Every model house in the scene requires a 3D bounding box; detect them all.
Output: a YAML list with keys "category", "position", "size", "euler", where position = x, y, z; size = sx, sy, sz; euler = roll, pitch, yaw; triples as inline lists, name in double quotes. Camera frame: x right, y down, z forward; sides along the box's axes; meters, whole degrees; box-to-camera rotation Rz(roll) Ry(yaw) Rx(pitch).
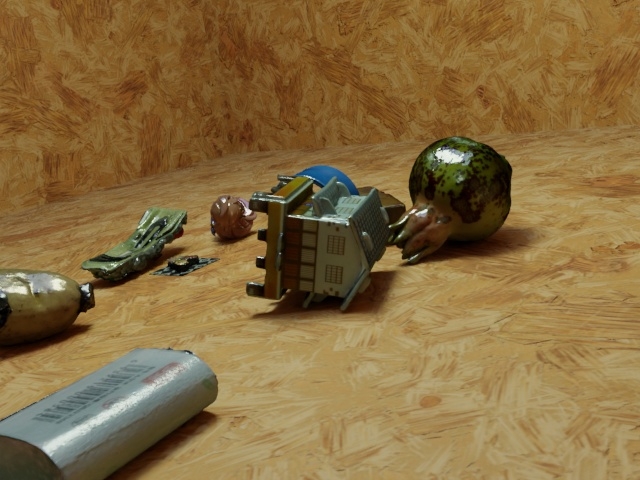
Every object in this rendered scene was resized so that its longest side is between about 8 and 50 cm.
- category: "model house"
  position: [0.000, 0.000, 1.231]
  size: [0.215, 0.198, 0.224]
  euler: [6, 16, 12]

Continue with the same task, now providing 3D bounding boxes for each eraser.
- category: "eraser"
  position: [-0.255, 0.205, 0.830]
  size: [0.174, 0.081, 0.227]
  euler: [-5, 15, 37]

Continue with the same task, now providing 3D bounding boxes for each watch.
- category: "watch"
  position: [-0.014, -0.047, 1.442]
  size: [0.196, 0.200, 0.171]
  euler: [-1, 19, 20]

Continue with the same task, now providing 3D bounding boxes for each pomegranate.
- category: "pomegranate"
  position: [0.259, -0.068, 1.374]
  size: [0.204, 0.222, 0.277]
  euler: [5, 51, 25]

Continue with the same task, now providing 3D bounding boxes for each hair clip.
- category: "hair clip"
  position: [-0.430, 0.022, 1.713]
  size: [0.138, 0.091, 0.321]
  euler: [5, 31, 25]

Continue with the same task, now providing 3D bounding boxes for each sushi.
- category: "sushi"
  position: [-0.314, 0.047, 1.637]
  size: [0.120, 0.026, 0.126]
  euler: [-1, 16, 37]

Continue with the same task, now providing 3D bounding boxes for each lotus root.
- category: "lotus root"
  position: [-0.542, 0.119, 1.281]
  size: [0.256, 0.140, 0.154]
  euler: [-2, -1, -7]

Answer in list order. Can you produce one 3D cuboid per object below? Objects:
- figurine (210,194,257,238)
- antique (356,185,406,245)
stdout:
- category: "figurine"
  position: [-0.226, -0.059, 1.814]
  size: [0.126, 0.114, 0.157]
  euler: [-29, 1, -9]
- category: "antique"
  position: [0.118, -0.062, 1.633]
  size: [0.093, 0.087, 0.310]
  euler: [-10, 13, -5]
